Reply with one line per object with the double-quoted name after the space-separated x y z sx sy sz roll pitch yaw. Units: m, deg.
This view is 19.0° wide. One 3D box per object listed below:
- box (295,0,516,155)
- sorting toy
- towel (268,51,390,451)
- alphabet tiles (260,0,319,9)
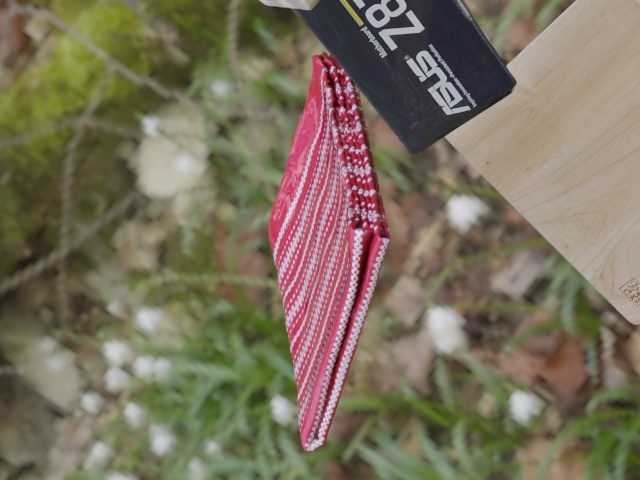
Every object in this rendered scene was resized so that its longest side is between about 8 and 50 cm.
-0.040 -0.281 1.242 0.097 0.318 0.395 -32 48 7 "box"
0.281 -0.092 1.670 0.089 0.255 0.257 -47 3 -42 "sorting toy"
0.000 0.000 1.449 0.275 0.031 0.198 -100 22 -56 "towel"
-0.112 -0.195 0.803 0.021 0.284 0.278 -49 12 1 "alphabet tiles"
